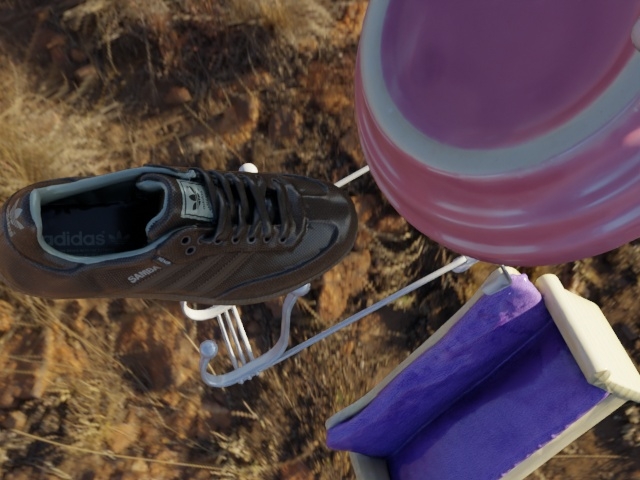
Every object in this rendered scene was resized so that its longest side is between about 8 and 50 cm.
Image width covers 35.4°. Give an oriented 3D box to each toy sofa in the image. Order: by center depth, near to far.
[{"bbox_3d":[0.181,0.208,1.184,0.362,0.177,0.150,-45,41,25],"label":"toy sofa"}]

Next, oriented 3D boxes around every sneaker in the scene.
[{"bbox_3d":[-0.060,-0.004,0.482,0.188,0.071,0.066,-8,76,-23],"label":"sneaker"}]

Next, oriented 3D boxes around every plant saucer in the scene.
[{"bbox_3d":[0.153,-0.150,0.718,0.332,0.084,0.332,-13,67,34],"label":"plant saucer"}]

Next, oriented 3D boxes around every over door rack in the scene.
[{"bbox_3d":[0.000,0.000,1.062,0.324,0.108,0.239,-20,38,-5],"label":"over door rack"}]

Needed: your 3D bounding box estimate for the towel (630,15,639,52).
[{"bbox_3d":[0.270,-0.102,0.328,0.053,0.332,0.317,15,39,-25],"label":"towel"}]
